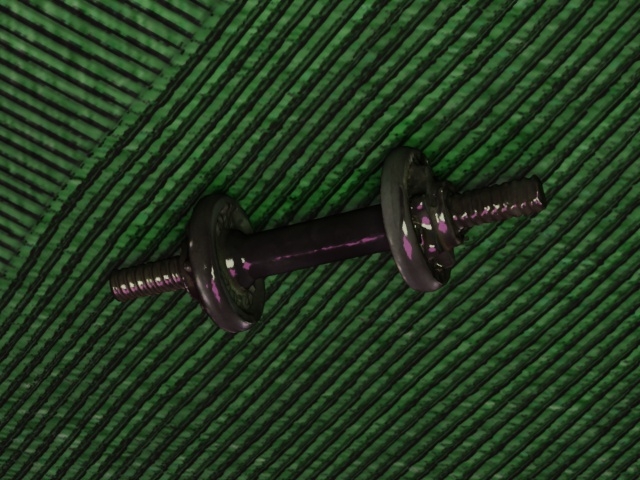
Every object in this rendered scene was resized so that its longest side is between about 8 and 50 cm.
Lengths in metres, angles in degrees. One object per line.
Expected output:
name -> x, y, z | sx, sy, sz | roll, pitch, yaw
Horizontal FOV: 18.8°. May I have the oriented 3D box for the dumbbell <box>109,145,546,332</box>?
dumbbell -> 0.000, 0.000, 1.055 | 0.254, 0.081, 0.081 | -12, 130, 19
